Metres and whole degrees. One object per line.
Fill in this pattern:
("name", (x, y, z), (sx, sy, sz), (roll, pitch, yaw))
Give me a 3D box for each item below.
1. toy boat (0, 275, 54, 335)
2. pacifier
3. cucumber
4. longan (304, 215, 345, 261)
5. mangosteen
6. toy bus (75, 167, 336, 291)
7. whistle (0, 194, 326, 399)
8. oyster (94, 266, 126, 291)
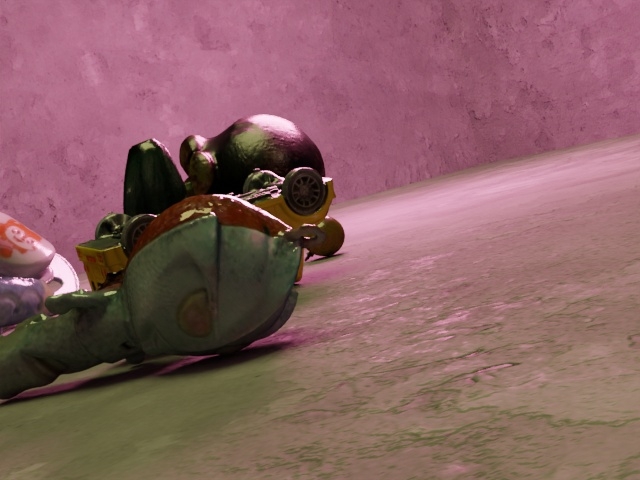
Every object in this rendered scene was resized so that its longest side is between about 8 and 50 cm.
("toy boat", (-0.587, 0.138, 1.518), (0.215, 0.123, 0.330), (-16, -10, 30))
("pacifier", (-0.618, 0.079, 1.810), (0.233, 0.299, 0.244), (-57, -1, 32))
("cucumber", (-0.232, -0.016, 1.317), (0.115, 0.244, 0.063), (-3, 13, 31))
("longan", (0.000, 0.000, 1.534), (0.083, 0.075, 0.075), (-56, 6, -1))
("mangosteen", (-0.145, -0.125, 1.980), (0.313, 0.297, 0.297), (25, 9, 5))
("toy bus", (-0.133, 0.007, 1.238), (0.330, 0.152, 0.144), (-19, 11, -27))
("whistle", (-0.151, 0.055, 0.843), (0.346, 0.134, 0.142), (-22, -13, 17))
("oyster", (-0.155, 0.057, 0.968), (0.105, 0.056, 0.177), (-48, -35, 20))
